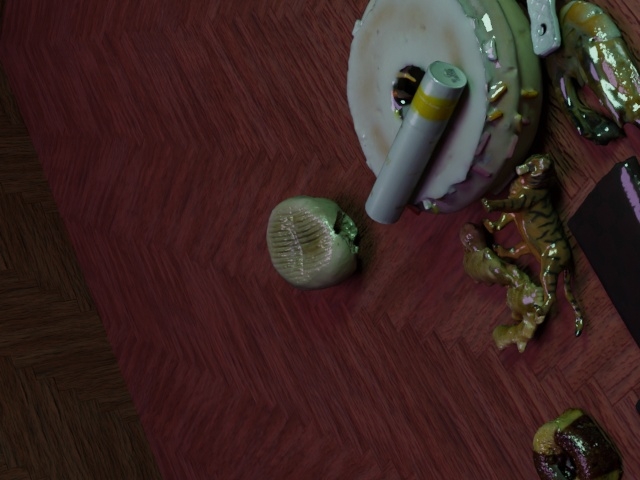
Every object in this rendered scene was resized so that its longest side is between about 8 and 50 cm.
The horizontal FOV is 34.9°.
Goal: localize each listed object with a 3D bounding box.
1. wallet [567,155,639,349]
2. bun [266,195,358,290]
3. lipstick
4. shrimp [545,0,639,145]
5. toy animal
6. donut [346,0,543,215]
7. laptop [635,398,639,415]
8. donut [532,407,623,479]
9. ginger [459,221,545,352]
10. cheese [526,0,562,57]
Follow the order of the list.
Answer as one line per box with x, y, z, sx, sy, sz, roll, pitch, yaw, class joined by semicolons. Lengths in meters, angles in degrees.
0.404;0.031;1.288;0.182;0.049;0.229;110;141;-63;wallet
0.000;0.000;1.888;0.193;0.128;0.178;-13;87;47;bun
0.130;-0.130;1.431;0.059;0.059;0.264;58;144;32;lipstick
0.354;-0.193;1.320;0.145;0.059;0.254;-51;55;54;shrimp
0.313;0.012;1.427;0.114;0.116;0.255;-90;-25;-85;toy animal
0.183;-0.223;1.506;0.383;0.142;0.382;24;119;55;donut
0.472;0.213;1.261;0.135;0.016;0.197;64;151;29;laptop
0.359;0.312;1.452;0.140;0.059;0.140;30;125;54;donut
0.276;0.068;1.528;0.176;0.053;0.193;2;103;56;ginger
0.287;-0.353;1.360;0.127;0.050;0.235;-23;64;50;cheese
